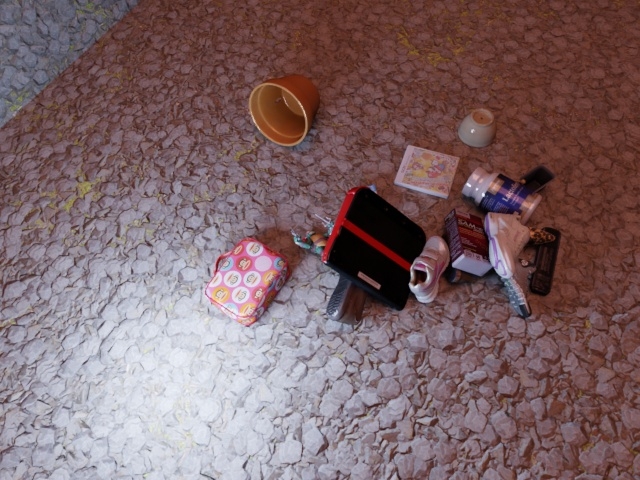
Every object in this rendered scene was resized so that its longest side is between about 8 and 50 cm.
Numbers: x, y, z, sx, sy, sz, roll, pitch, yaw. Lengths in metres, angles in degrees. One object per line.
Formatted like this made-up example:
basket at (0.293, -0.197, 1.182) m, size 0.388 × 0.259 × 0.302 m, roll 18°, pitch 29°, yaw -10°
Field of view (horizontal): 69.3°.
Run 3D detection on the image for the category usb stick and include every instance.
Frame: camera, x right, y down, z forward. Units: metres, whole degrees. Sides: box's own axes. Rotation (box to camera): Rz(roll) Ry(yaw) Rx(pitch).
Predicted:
usb stick at (0.836, 0.072, 1.722) m, size 0.077 × 0.045 × 0.277 m, roll 20°, pitch 65°, yaw 9°

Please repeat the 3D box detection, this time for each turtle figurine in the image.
turtle figurine at (0.000, 0.000, 1.773) m, size 0.175 × 0.118 × 0.234 m, roll -36°, pitch 52°, yaw -17°

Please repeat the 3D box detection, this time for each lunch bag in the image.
lunch bag at (-0.284, 0.140, 1.717) m, size 0.258 × 0.120 × 0.293 m, roll 29°, pitch 69°, yaw 18°

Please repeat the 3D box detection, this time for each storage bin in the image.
storage bin at (0.845, -0.227, 1.850) m, size 0.135 × 0.091 × 0.098 m, roll -32°, pitch 65°, yaw -13°

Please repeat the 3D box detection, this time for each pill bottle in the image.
pill bottle at (0.698, -0.170, 1.796) m, size 0.265 × 0.153 × 0.153 m, roll 34°, pitch 70°, yaw 19°

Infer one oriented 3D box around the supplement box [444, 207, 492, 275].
supplement box at (0.542, 0.003, 1.707) m, size 0.131 × 0.073 × 0.239 m, roll 17°, pitch 47°, yaw -16°

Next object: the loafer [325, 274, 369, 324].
loafer at (0.141, 0.153, 1.699) m, size 0.130 × 0.134 × 0.365 m, roll 37°, pitch 64°, yaw -19°

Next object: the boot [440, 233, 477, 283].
boot at (0.513, 0.073, 1.743) m, size 0.106 × 0.082 × 0.219 m, roll 14°, pitch 49°, yaw -19°

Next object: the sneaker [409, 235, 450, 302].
sneaker at (0.389, 0.092, 1.669) m, size 0.103 × 0.111 × 0.252 m, roll 4°, pitch 69°, yaw 39°

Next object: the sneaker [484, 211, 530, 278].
sneaker at (0.662, 0.003, 1.614) m, size 0.152 × 0.114 × 0.305 m, roll 0°, pitch 44°, yaw 11°

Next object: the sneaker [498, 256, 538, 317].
sneaker at (0.727, 0.148, 1.644) m, size 0.132 × 0.086 × 0.228 m, roll -23°, pitch 84°, yaw -8°

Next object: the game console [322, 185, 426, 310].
game console at (0.207, 0.023, 1.664) m, size 0.387 × 0.060 × 0.341 m, roll 33°, pitch 68°, yaw -24°

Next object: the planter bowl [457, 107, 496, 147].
planter bowl at (0.682, -0.496, 1.990) m, size 0.162 × 0.109 × 0.161 m, roll -2°, pitch 63°, yaw 3°

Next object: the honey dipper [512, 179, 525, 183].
honey dipper at (0.746, -0.239, 1.839) m, size 0.031 × 0.030 × 0.161 m, roll -37°, pitch 22°, yaw -14°

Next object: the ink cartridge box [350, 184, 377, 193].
ink cartridge box at (0.187, -0.127, 1.857) m, size 0.105 × 0.061 × 0.181 m, roll -11°, pitch 63°, yaw -2°

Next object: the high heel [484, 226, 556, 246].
high heel at (0.725, 0.042, 1.711) m, size 0.262 × 0.093 × 0.186 m, roll 2°, pitch 57°, yaw 22°

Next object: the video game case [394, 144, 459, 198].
video game case at (0.448, -0.292, 1.946) m, size 0.227 × 0.026 × 0.206 m, roll 18°, pitch 65°, yaw 12°

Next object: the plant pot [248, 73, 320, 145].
plant pot at (-0.133, -0.587, 2.012) m, size 0.291 × 0.290 × 0.203 m, roll 26°, pitch 51°, yaw 16°
